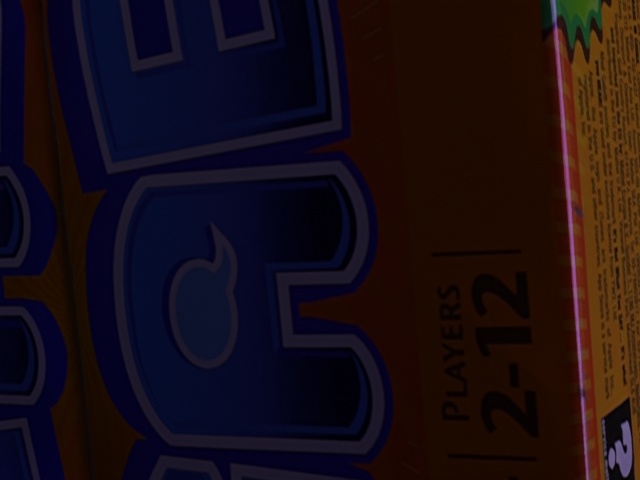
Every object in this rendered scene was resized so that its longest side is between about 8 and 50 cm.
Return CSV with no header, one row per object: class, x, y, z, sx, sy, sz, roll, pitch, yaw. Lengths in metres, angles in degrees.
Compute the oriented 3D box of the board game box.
board game box,0.000,0.000,0.604,0.356,0.356,0.356,-14,100,-60
